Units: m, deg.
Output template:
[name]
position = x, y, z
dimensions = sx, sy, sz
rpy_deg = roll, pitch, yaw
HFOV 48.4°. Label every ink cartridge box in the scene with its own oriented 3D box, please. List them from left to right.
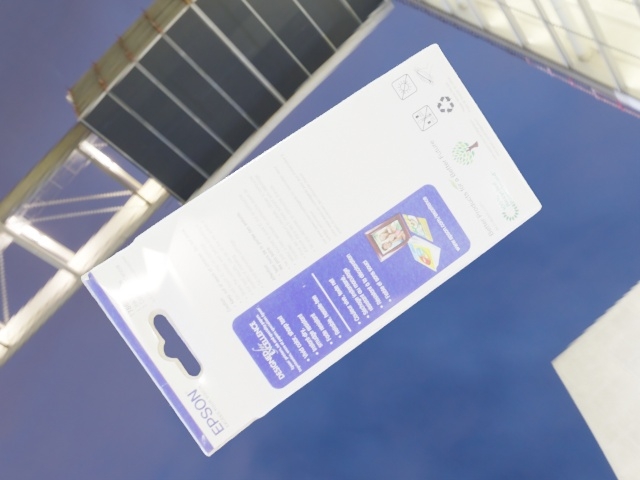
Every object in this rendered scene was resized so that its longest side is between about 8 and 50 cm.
[ink cartridge box]
position = 0.000, 0.000, 0.567
dimensions = 0.332, 0.165, 0.065
rpy_deg = -34, -176, -13
